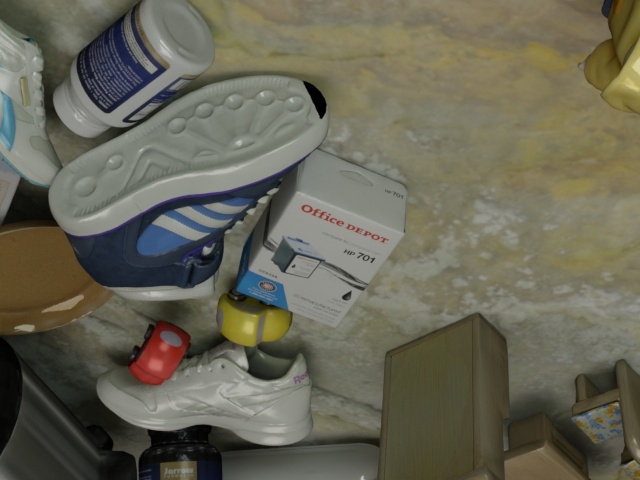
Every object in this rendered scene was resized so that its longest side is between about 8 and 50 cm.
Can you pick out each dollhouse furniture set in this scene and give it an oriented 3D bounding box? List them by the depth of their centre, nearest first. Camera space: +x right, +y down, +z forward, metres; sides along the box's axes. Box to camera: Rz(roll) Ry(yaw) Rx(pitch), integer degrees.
[{"bbox_3d":[0.261,0.325,1.417,0.362,0.256,0.394,-28,125,31],"label":"dollhouse furniture set"}]

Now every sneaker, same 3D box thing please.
[{"bbox_3d":[-0.323,-0.159,1.109,0.092,0.087,0.229,-29,115,-6],"label":"sneaker"},{"bbox_3d":[-0.124,-0.041,1.205,0.322,0.130,0.236,-23,147,0],"label":"sneaker"},{"bbox_3d":[-0.157,0.189,1.470,0.305,0.114,0.152,6,114,4],"label":"sneaker"}]

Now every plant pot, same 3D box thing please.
[{"bbox_3d":[-0.364,0.043,1.330,0.236,0.032,0.236,-14,149,-9],"label":"plant pot"}]

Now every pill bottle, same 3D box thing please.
[{"bbox_3d":[-0.198,-0.176,1.099,0.169,0.094,0.094,-30,124,32],"label":"pill bottle"},{"bbox_3d":[-0.201,0.362,1.534,0.122,0.219,0.123,-4,162,-1],"label":"pill bottle"}]

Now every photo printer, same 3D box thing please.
[{"bbox_3d":[-0.001,0.422,1.655,0.307,0.107,0.256,-7,133,14],"label":"photo printer"}]

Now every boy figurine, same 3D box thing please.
[{"bbox_3d":[0.266,-0.191,0.886,0.092,0.285,0.177,18,138,-10],"label":"boy figurine"}]

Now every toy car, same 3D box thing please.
[{"bbox_3d":[-0.179,0.075,1.340,0.239,0.053,0.225,-21,115,13],"label":"toy car"}]

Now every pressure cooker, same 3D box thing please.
[{"bbox_3d":[-0.482,0.357,1.481,0.370,0.375,0.420,16,148,36],"label":"pressure cooker"}]

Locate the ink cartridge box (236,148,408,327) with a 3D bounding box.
[{"bbox_3d":[0.000,0.000,1.256,0.139,0.082,0.191,21,135,-13],"label":"ink cartridge box"}]

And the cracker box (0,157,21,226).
[{"bbox_3d":[-0.437,-0.076,1.252,0.155,0.067,0.232,22,134,-16],"label":"cracker box"}]
